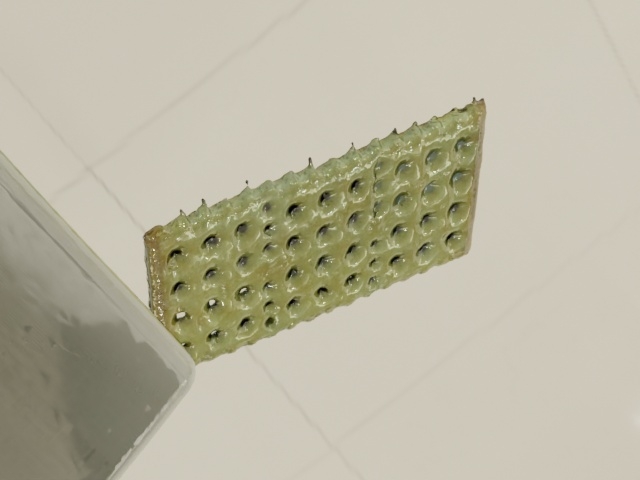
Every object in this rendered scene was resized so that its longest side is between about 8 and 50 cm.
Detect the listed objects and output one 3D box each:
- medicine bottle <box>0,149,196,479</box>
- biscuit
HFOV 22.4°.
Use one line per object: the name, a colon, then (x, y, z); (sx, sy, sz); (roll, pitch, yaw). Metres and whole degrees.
medicine bottle: (-0.143, 0.016, 0.451); (0.132, 0.088, 0.188); (-48, 119, -18)
biscuit: (0.000, 0.000, 0.989); (0.231, 0.016, 0.139); (-21, 140, -20)
